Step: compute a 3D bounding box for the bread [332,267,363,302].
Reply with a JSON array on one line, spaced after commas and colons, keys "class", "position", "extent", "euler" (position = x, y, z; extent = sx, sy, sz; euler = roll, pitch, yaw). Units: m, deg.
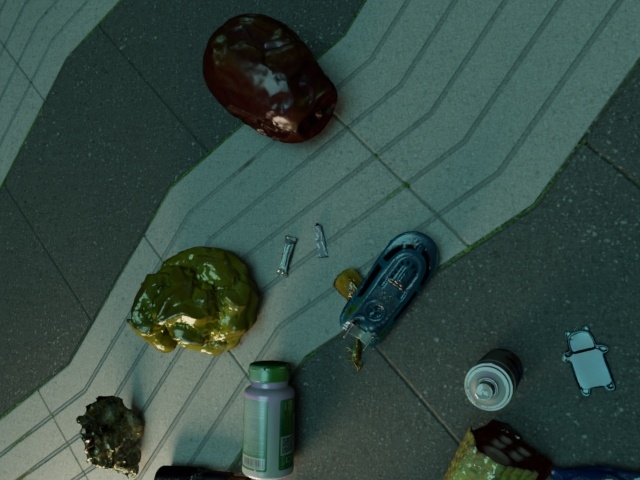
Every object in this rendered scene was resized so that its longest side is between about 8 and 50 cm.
[{"class": "bread", "position": [0.082, 0.122, 1.333], "extent": [0.072, 0.053, 0.106], "euler": [-45, 75, 19]}]

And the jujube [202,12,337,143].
[{"class": "jujube", "position": [-0.136, -0.412, 1.363], "extent": [0.377, 0.276, 0.276], "euler": [36, 101, 21]}]

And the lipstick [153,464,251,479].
[{"class": "lipstick", "position": [-0.320, 0.658, 1.456], "extent": [0.300, 0.081, 0.081], "euler": [-7, 83, 26]}]

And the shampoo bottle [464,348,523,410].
[{"class": "shampoo bottle", "position": [0.345, 0.274, 1.064], "extent": [0.092, 0.303, 0.092], "euler": [-3, 84, 24]}]

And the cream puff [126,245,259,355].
[{"class": "cream puff", "position": [-0.342, 0.164, 1.415], "extent": [0.324, 0.257, 0.291], "euler": [8, 93, 25]}]

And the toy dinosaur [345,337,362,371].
[{"class": "toy dinosaur", "position": [0.081, 0.272, 1.334], "extent": [0.041, 0.026, 0.113], "euler": [-6, 93, 17]}]

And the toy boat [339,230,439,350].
[{"class": "toy boat", "position": [0.167, 0.117, 1.247], "extent": [0.134, 0.092, 0.299], "euler": [33, 100, -1]}]

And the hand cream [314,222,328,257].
[{"class": "hand cream", "position": [0.000, 0.000, 1.402], "extent": [0.030, 0.019, 0.093], "euler": [-10, 89, 21]}]

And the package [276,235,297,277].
[{"class": "package", "position": [-0.091, 0.043, 1.436], "extent": [0.037, 0.015, 0.110], "euler": [15, 91, 25]}]

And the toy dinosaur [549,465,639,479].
[{"class": "toy dinosaur", "position": [0.542, 0.465, 1.095], "extent": [0.248, 0.075, 0.188], "euler": [-43, 60, 21]}]

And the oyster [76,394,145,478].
[{"class": "oyster", "position": [-0.589, 0.565, 1.522], "extent": [0.092, 0.198, 0.259], "euler": [-4, 106, 21]}]

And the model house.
[{"class": "model house", "position": [0.327, 0.489, 1.069], "extent": [0.160, 0.254, 0.196], "euler": [31, 100, 35]}]

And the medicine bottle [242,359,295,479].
[{"class": "medicine bottle", "position": [-0.130, 0.447, 1.359], "extent": [0.133, 0.133, 0.274], "euler": [-1, 87, 24]}]

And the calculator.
[{"class": "calculator", "position": [0.560, 0.252, 1.125], "extent": [0.094, 0.019, 0.141], "euler": [-20, 77, 21]}]
